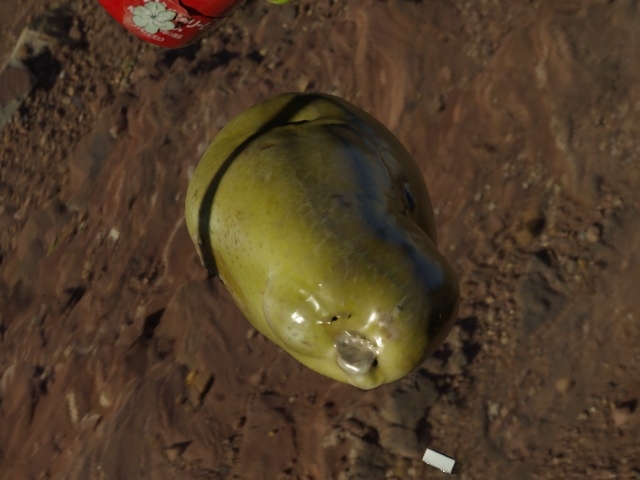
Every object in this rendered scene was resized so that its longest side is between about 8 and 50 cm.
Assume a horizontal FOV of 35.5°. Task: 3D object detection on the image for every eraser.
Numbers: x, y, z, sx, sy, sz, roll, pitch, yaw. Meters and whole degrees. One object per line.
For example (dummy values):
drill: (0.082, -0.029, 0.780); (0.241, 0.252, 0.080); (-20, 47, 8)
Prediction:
eraser: (0.144, 0.260, 1.177); (0.038, 0.083, 0.019); (23, 81, 18)

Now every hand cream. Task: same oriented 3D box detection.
hand cream: (-0.187, -0.364, 1.242); (0.230, 0.149, 0.230); (35, 40, -36)

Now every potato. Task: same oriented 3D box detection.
potato: (0.004, -0.001, 0.873); (0.218, 0.202, 0.351); (37, 17, -28)

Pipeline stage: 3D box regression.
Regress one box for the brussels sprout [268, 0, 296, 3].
brussels sprout: (-0.026, -0.347, 1.021); (0.161, 0.223, 0.223); (44, 62, -11)
